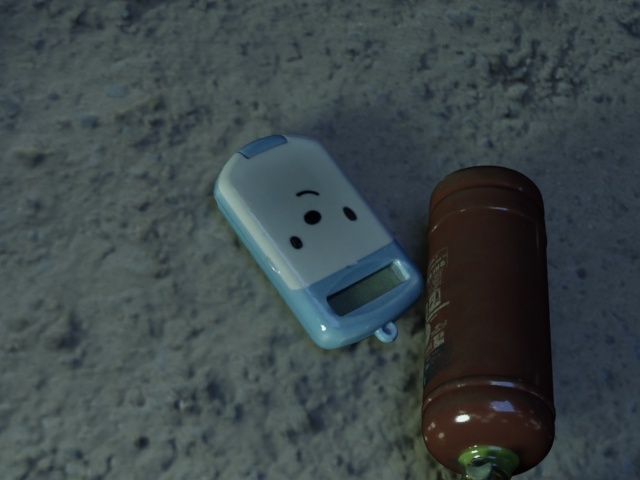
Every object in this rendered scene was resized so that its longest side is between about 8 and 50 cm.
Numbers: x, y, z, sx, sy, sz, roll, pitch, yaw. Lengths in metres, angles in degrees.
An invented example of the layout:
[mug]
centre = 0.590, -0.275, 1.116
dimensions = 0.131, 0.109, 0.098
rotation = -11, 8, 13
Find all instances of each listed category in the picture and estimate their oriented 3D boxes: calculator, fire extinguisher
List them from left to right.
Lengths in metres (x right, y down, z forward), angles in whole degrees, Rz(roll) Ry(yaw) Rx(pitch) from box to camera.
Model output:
[calculator]
centre = 0.000, 0.000, 0.947
dimensions = 0.121, 0.039, 0.210
rotation = -26, 72, -32
[fire extinguisher]
centre = 0.135, 0.107, 0.895
dimensions = 0.102, 0.138, 0.344
rotation = -5, 50, 13
